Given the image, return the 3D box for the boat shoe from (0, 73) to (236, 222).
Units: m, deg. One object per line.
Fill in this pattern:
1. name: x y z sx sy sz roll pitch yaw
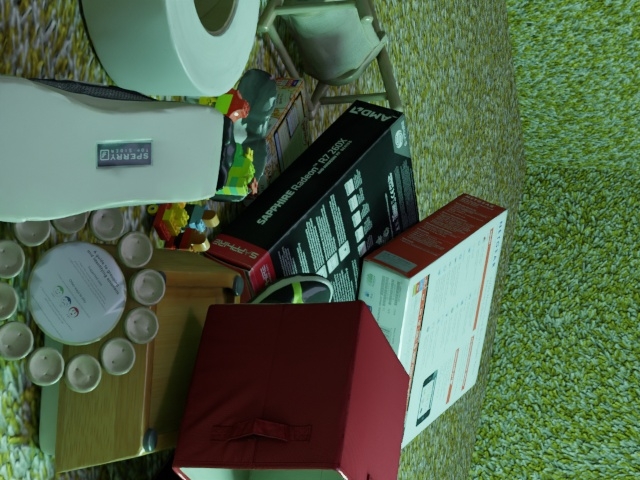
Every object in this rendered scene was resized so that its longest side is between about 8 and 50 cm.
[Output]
1. boat shoe: -0.252 -0.085 1.186 0.340 0.158 0.127 3 96 -44

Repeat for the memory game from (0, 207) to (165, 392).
1. memory game: -0.232 0.049 1.234 0.186 0.012 0.186 2 86 -31

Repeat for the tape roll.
1. tape roll: -0.158 -0.300 1.436 0.286 0.100 0.286 4 90 -72

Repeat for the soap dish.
1. soap dish: -0.183 0.122 1.413 0.291 0.118 0.229 7 87 -71

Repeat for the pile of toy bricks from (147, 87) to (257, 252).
1. pile of toy bricks: -0.124 -0.078 1.578 0.118 0.105 0.212 69 30 -53

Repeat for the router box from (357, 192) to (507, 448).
1. router box: 0.158 0.133 2.006 0.301 0.082 0.336 -31 135 -49

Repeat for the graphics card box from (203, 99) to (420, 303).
1. graphics card box: 0.000 0.000 1.830 0.371 0.094 0.233 -46 140 -33

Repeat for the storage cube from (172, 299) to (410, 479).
1. storage cube: -0.023 0.189 1.391 0.215 0.183 0.193 59 34 -51

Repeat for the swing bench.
1. swing bench: 0.032 -0.352 1.936 0.253 0.165 0.255 61 31 -59

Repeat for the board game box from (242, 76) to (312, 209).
1. board game box: -0.062 -0.122 1.861 0.193 0.045 0.147 -62 151 -51

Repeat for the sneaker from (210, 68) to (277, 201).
1. sneaker: -0.102 -0.131 1.704 0.178 0.072 0.077 -69 -167 -7

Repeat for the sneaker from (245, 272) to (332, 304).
1. sneaker: -0.069 0.125 1.636 0.234 0.097 0.084 -28 132 -23

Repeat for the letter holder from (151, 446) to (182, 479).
1. letter holder: -0.147 0.333 1.521 0.302 0.152 0.214 -59 146 -55
